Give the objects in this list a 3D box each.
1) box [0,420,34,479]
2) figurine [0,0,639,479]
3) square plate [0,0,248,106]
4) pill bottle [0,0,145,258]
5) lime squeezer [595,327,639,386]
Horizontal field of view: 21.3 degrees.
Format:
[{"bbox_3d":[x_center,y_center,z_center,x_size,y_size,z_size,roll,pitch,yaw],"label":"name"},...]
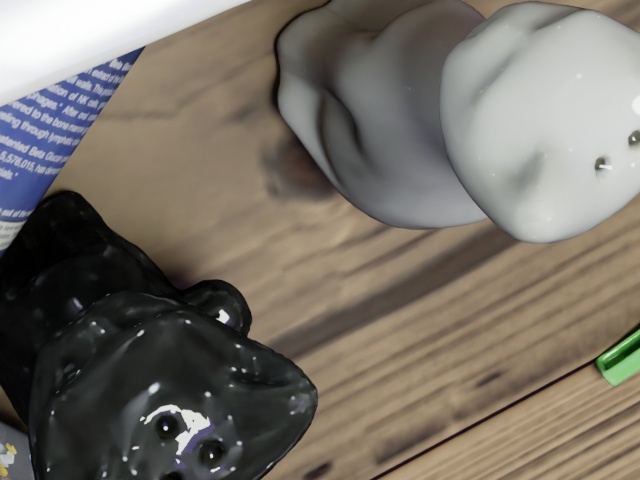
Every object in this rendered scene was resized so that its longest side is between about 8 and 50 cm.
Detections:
[{"bbox_3d":[-0.115,0.124,0.600,0.114,0.036,0.207,-40,130,19],"label":"box"},{"bbox_3d":[0.000,0.000,0.492,0.215,0.209,0.092,-37,104,-6],"label":"figurine"},{"bbox_3d":[-0.162,-0.094,0.286,0.344,0.049,0.347,-23,157,-4],"label":"square plate"},{"bbox_3d":[-0.095,-0.072,0.483,0.094,0.094,0.169,30,100,-37],"label":"pill bottle"},{"bbox_3d":[0.214,-0.066,0.677,0.110,0.059,0.310,6,114,-31],"label":"lime squeezer"}]
